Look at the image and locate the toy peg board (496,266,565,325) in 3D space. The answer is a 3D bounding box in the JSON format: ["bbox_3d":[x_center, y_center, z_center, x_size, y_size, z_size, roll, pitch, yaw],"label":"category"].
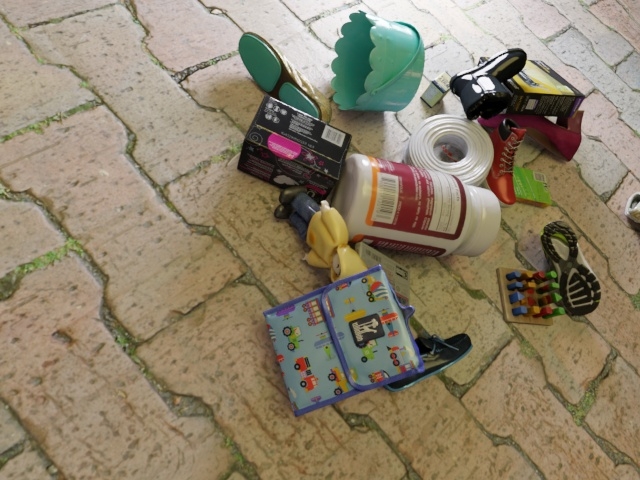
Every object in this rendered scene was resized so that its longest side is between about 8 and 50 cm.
[{"bbox_3d":[0.606,0.151,1.197,0.161,0.079,0.161,8,65,-16],"label":"toy peg board"}]

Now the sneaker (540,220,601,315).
[{"bbox_3d":[0.745,0.078,1.258,0.121,0.111,0.299,-22,93,-68],"label":"sneaker"}]

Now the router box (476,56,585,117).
[{"bbox_3d":[0.698,-0.529,1.431,0.243,0.081,0.308,1,43,-7],"label":"router box"}]

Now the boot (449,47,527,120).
[{"bbox_3d":[0.531,-0.464,1.258,0.247,0.094,0.207,-20,45,11],"label":"boot"}]

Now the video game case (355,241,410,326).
[{"bbox_3d":[0.153,0.129,1.027,0.212,0.023,0.193,29,57,-39],"label":"video game case"}]

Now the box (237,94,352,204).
[{"bbox_3d":[-0.068,-0.231,1.091,0.247,0.142,0.163,23,61,-10],"label":"box"}]

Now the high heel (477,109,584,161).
[{"bbox_3d":[0.730,-0.363,1.462,0.378,0.127,0.181,0,110,0],"label":"high heel"}]

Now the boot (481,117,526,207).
[{"bbox_3d":[0.561,-0.234,1.257,0.089,0.176,0.244,-4,69,-20],"label":"boot"}]

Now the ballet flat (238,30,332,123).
[{"bbox_3d":[-0.095,-0.455,1.205,0.123,0.123,0.348,-39,84,-28],"label":"ballet flat"}]

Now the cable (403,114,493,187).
[{"bbox_3d":[0.378,-0.254,1.249,0.257,0.089,0.257,28,74,13],"label":"cable"}]

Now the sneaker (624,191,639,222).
[{"bbox_3d":[1.150,-0.044,1.463,0.169,0.108,0.292,27,52,-5],"label":"sneaker"}]

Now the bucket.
[{"bbox_3d":[0.163,-0.512,1.229,0.183,0.281,0.281,0,68,-23],"label":"bucket"}]

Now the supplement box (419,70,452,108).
[{"bbox_3d":[0.394,-0.504,1.401,0.056,0.083,0.083,46,61,3],"label":"supplement box"}]

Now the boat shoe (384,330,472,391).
[{"bbox_3d":[0.257,0.271,1.007,0.258,0.109,0.089,-19,80,-27],"label":"boat shoe"}]

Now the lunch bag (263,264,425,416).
[{"bbox_3d":[0.062,0.199,0.868,0.293,0.138,0.220,-25,74,17],"label":"lunch bag"}]

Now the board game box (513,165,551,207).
[{"bbox_3d":[0.635,-0.189,1.378,0.260,0.039,0.124,11,64,-17],"label":"board game box"}]

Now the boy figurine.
[{"bbox_3d":[0.000,0.000,0.992,0.092,0.177,0.285,-12,51,-38],"label":"boy figurine"}]

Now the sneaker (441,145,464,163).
[{"bbox_3d":[0.439,-0.266,1.336,0.061,0.065,0.158,-38,71,3],"label":"sneaker"}]

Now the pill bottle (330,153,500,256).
[{"bbox_3d":[0.242,-0.078,1.085,0.392,0.224,0.224,10,65,-15],"label":"pill bottle"}]
